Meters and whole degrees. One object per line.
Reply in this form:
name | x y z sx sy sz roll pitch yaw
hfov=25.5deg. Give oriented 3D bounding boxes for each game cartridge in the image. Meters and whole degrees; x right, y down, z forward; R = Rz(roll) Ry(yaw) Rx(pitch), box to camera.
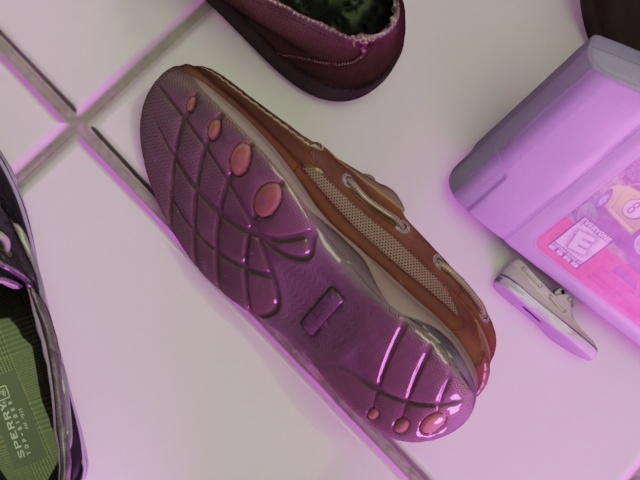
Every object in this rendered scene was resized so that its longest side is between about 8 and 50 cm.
game cartridge | 0.265 -0.013 1.053 0.294 0.196 0.060 36 39 -10

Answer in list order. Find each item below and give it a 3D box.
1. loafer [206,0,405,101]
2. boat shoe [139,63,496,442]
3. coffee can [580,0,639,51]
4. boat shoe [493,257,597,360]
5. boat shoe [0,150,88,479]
loafer | -0.072 -0.250 1.006 0.366 0.130 0.134 35 76 -10
boat shoe | 0.000 0.000 1.023 0.324 0.123 0.116 49 40 2
coffee can | 0.370 -0.213 1.097 0.275 0.201 0.201 -34 95 -17
boat shoe | 0.181 0.052 1.102 0.100 0.035 0.035 40 78 -2
boat shoe | -0.230 0.029 0.935 0.121 0.119 0.335 -26 92 -17
